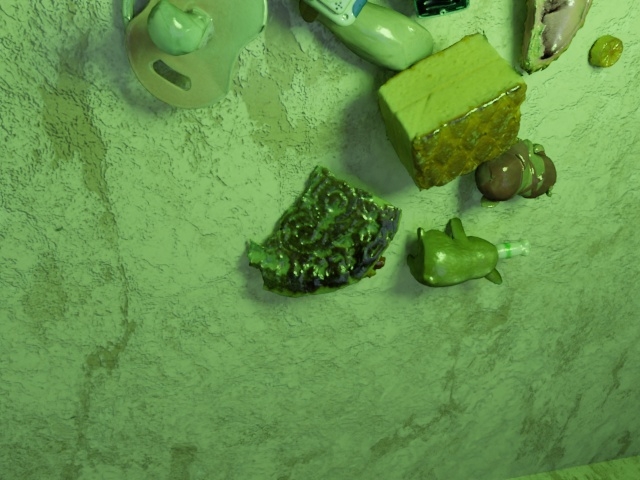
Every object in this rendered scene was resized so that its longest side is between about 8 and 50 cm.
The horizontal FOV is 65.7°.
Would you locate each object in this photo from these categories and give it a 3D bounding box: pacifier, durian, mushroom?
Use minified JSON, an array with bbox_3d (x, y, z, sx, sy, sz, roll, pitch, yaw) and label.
[{"bbox_3d":[-0.252,-0.418,0.973,0.220,0.273,0.332,16,117,-44],"label":"pacifier"},{"bbox_3d":[0.559,-0.580,1.196,0.191,0.112,0.341,-28,135,-10],"label":"durian"},{"bbox_3d":[0.115,-0.473,1.111,0.350,0.128,0.128,22,113,-24],"label":"mushroom"}]

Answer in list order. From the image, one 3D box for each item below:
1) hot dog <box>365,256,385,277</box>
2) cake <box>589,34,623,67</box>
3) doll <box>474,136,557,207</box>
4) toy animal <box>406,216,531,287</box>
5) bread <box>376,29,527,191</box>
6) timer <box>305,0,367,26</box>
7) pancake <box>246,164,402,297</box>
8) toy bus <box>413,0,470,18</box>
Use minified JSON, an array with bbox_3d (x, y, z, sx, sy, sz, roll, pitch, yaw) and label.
[{"bbox_3d":[0.091,0.047,1.446,0.213,0.103,0.146,6,122,-17],"label":"hot dog"},{"bbox_3d":[0.773,-0.511,1.342,0.084,0.044,0.084,-9,125,-14],"label":"cake"},{"bbox_3d":[0.545,-0.195,1.410,0.256,0.152,0.196,-5,92,-33],"label":"doll"},{"bbox_3d":[0.443,0.047,1.527,0.363,0.180,0.181,-6,131,-22],"label":"toy animal"},{"bbox_3d":[0.308,-0.293,1.186,0.279,0.207,0.279,-29,156,6],"label":"bread"},{"bbox_3d":[0.000,-0.547,0.938,0.254,0.078,0.178,27,114,-22],"label":"timer"},{"bbox_3d":[0.005,0.003,1.366,0.305,0.067,0.427,43,103,-4],"label":"pancake"},{"bbox_3d":[0.232,-0.595,1.002,0.128,0.146,0.256,-2,158,21],"label":"toy bus"}]
